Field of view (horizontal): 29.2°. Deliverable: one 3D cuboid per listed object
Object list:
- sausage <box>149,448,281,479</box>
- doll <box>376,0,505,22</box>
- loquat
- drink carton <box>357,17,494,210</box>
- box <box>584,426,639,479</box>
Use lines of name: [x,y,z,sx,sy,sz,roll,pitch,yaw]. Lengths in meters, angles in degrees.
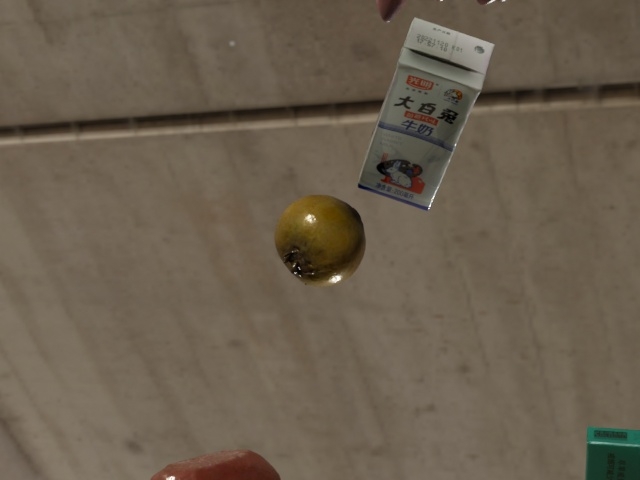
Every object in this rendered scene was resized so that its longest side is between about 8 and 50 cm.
sausage: [-0.177,0.410,1.963,0.254,0.148,0.148,-13,-78,-45]
doll: [0.119,-0.299,1.215,0.262,0.211,0.093,25,-137,-48]
loquat: [0.000,0.000,1.960,0.163,0.137,0.163,23,-123,-41]
drink carton: [0.154,-0.187,1.867,0.315,0.131,0.106,107,-179,-56]
box: [0.510,0.353,1.834,0.042,0.227,0.160,-74,-19,-51]
